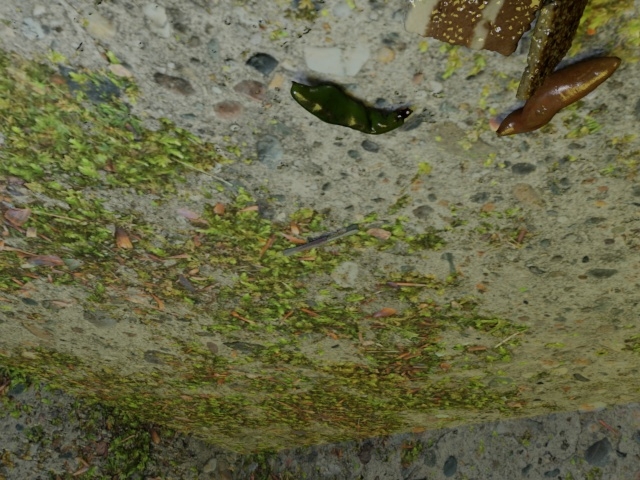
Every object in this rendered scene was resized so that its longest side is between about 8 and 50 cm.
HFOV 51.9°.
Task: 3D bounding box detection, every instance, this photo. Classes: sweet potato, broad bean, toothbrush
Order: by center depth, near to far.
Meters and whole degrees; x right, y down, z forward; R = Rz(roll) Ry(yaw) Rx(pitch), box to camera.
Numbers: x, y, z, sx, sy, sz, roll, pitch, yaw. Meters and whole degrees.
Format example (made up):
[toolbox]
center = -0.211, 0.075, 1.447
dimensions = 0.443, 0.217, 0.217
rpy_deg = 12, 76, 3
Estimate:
[sweet potato]
center = 0.335, -0.208, 0.947
dimensions = 0.055, 0.058, 0.202
rpy_deg = -28, 175, -40
[broad bean]
center = 0.041, -0.197, 0.996
dimensions = 0.196, 0.046, 0.061
rpy_deg = 9, 136, -18
[toothbrush]
center = 0.000, 0.002, 1.344
dimensions = 0.194, 0.017, 0.014
rpy_deg = -21, 142, 34

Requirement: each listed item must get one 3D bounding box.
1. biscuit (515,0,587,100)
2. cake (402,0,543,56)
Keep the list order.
[biscuit]
center = 0.289, -0.281, 0.769
dimensions = 0.026, 0.131, 0.236
rpy_deg = 30, 154, 20
[cake]
center = 0.177, -0.304, 0.741
dimensions = 0.147, 0.134, 0.135
rpy_deg = 15, 147, -1
